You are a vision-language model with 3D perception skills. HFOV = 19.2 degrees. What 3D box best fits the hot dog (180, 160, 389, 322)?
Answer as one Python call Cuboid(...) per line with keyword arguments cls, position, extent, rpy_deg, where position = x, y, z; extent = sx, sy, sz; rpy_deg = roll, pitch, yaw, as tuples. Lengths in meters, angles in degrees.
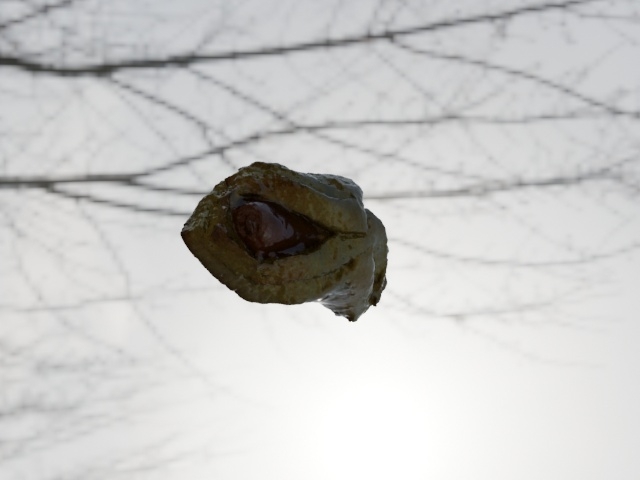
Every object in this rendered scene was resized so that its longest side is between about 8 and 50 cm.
Cuboid(cls="hot dog", position=(0.000, -0.001, 0.956), extent=(0.061, 0.169, 0.078), rpy_deg=(-32, -108, 25))
